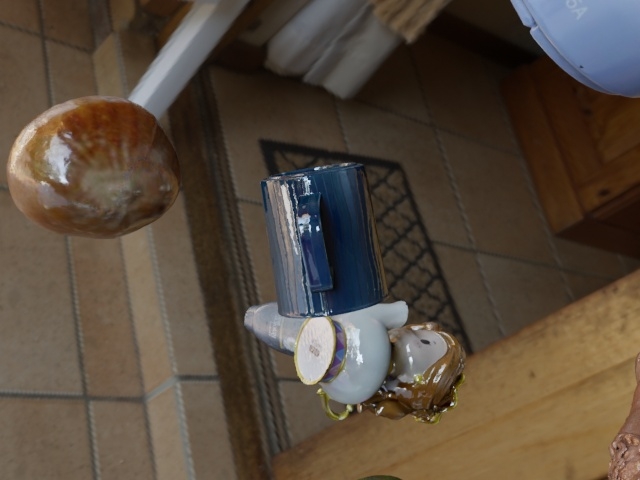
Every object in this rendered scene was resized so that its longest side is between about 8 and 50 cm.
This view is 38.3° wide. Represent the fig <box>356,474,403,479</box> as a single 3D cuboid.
[{"bbox_3d":[0.089,0.421,1.328,0.181,0.181,0.191,42,25,-15],"label":"fig"}]

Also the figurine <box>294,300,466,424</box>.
[{"bbox_3d":[0.097,0.177,1.320,0.263,0.189,0.142,16,15,-32],"label":"figurine"}]

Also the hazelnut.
[{"bbox_3d":[-0.275,-0.083,1.133,0.214,0.214,0.176,-48,137,-52],"label":"hazelnut"}]

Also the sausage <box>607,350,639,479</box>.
[{"bbox_3d":[0.325,0.182,0.892,0.078,0.078,0.304,54,30,0],"label":"sausage"}]

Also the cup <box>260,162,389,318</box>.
[{"bbox_3d":[0.009,-0.002,0.909,0.113,0.150,0.138,-13,98,-22],"label":"cup"}]

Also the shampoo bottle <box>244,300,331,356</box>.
[{"bbox_3d":[-0.023,0.145,1.457,0.049,0.233,0.087,6,93,-52],"label":"shampoo bottle"}]

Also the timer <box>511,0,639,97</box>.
[{"bbox_3d":[0.357,-0.331,1.013,0.395,0.173,0.395,17,62,-36],"label":"timer"}]
